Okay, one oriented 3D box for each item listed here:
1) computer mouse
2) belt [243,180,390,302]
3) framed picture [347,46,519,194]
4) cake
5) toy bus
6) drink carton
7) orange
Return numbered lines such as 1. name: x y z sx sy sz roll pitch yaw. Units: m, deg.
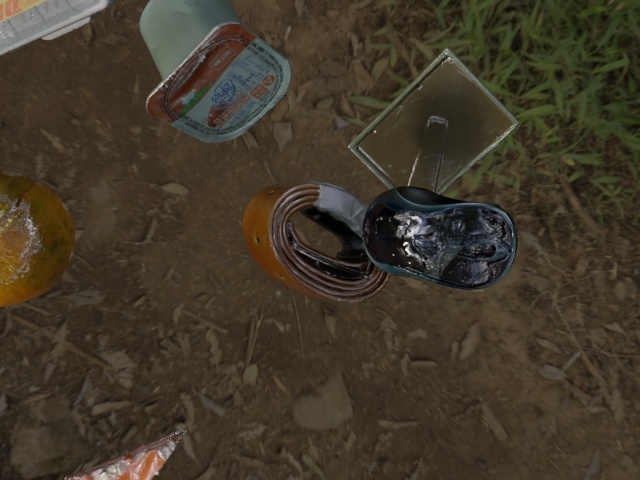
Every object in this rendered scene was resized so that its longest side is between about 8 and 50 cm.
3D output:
1. computer mouse: 0.168 -0.003 1.087 0.233 0.096 0.137 6 107 18
2. belt: 0.000 0.000 1.220 0.261 0.105 0.184 22 78 -31
3. framed picture: 0.204 -0.194 1.368 0.192 0.018 0.265 46 118 -3
4. cake: -0.374 0.441 1.411 0.287 0.098 0.135 -41 79 -7
5. toy bus: -0.367 -0.281 0.884 0.268 0.092 0.106 -20 116 9
6. drink carton: -0.175 -0.278 1.120 0.185 0.191 0.190 -45 56 17
7. orange: -0.526 -0.004 1.210 0.240 0.171 0.240 -1 92 -21
